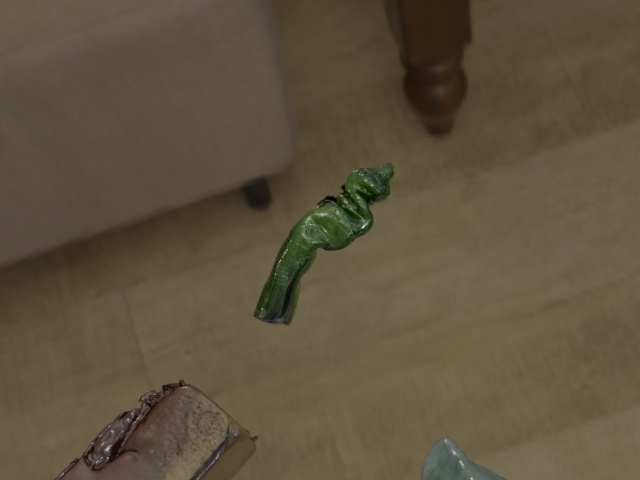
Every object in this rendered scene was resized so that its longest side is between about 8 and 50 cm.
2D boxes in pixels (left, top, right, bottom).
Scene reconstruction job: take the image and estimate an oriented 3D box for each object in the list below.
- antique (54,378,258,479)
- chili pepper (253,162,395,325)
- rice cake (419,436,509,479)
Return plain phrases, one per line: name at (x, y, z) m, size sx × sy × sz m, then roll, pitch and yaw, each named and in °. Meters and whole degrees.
antique at (-0.188, 0.245, 1.295) m, size 0.093 × 0.087 × 0.310 m, roll 41°, pitch 82°, yaw 17°
chili pepper at (0.000, 0.000, 0.630) m, size 0.083 × 0.027 × 0.022 m, roll -52°, pitch 19°, yaw 15°
rice cake at (0.076, 0.148, 0.534) m, size 0.069 × 0.063 × 0.206 m, roll -58°, pitch 22°, yaw 10°
